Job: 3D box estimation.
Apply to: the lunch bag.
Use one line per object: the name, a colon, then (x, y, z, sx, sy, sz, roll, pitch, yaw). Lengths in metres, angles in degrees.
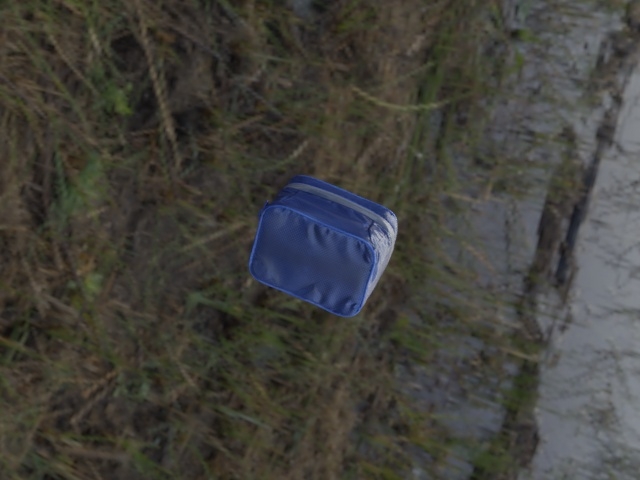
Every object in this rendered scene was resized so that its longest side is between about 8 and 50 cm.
lunch bag: (0.000, 0.000, 0.801, 0.065, 0.098, 0.067, -51, 163, -58)
